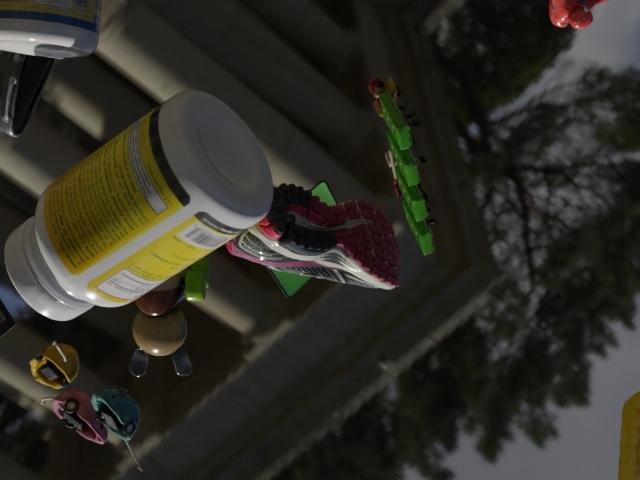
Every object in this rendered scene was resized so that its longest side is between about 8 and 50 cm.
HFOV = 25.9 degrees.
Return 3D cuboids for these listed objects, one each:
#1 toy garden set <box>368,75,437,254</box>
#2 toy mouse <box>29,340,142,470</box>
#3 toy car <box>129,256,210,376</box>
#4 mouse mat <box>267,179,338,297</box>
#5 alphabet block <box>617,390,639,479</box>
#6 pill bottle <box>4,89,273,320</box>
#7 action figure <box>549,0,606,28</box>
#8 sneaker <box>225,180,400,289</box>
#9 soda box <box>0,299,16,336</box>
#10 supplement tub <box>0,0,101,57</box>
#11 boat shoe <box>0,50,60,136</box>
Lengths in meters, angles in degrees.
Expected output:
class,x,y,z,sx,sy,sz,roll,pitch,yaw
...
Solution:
class,x,y,z,sx,sy,sz,roll,pitch,yaw
toy garden set,0.140,-0.134,2.232,0.049,0.244,0.204,-17,-145,-3
toy mouse,-0.203,0.149,1.264,0.031,0.143,0.161,-49,-172,-31
toy car,-0.258,0.129,2.256,0.149,0.155,0.188,-84,174,-76
mouse mat,-0.023,0.000,2.177,0.152,0.190,0.007,-43,-123,-9
alphabet block,0.495,0.272,1.696,0.192,0.197,0.193,-51,-161,47
pill bottle,-0.238,-0.033,1.769,0.334,0.188,0.188,-31,-147,26
action figure,0.363,-0.383,1.936,0.139,0.091,0.280,-6,-136,1
sneaker,0.000,0.000,1.935,0.112,0.299,0.121,-26,-124,38
soda box,-0.430,0.048,1.625,0.053,0.169,0.060,-26,-169,23
supplement tub,-0.334,-0.330,1.686,0.144,0.144,0.200,2,-92,60
boat shoe,-0.393,-0.287,1.934,0.301,0.102,0.108,-62,161,12
